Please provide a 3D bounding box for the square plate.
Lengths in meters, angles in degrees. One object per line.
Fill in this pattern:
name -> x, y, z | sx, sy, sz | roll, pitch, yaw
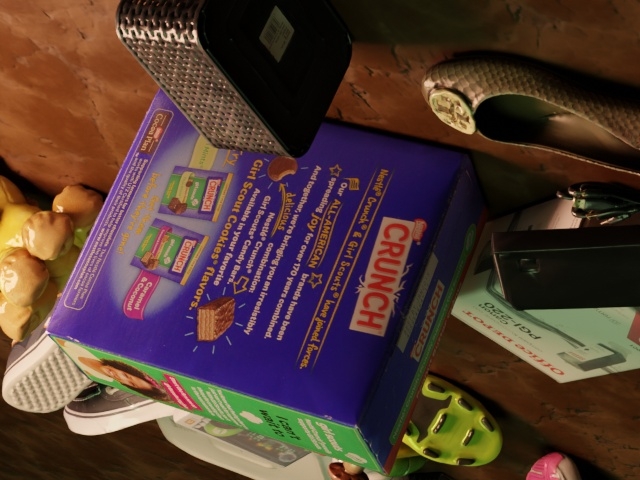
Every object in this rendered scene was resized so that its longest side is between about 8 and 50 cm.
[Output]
square plate -> -0.104, 0.270, 2.525 | 0.344, 0.049, 0.347 | 18, 157, 15

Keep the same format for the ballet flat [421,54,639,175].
ballet flat -> 0.188, -0.087, 1.394 | 0.249, 0.058, 0.084 | 15, 156, 22

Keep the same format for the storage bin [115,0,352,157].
storage bin -> -0.063, -0.159, 1.407 | 0.084, 0.122, 0.180 | 9, 154, 34

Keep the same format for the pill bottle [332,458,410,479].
pill bottle -> 0.064, 0.295, 2.355 | 0.087, 0.087, 0.160 | 16, 156, 21

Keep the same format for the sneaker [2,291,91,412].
sneaker -> -0.279, 0.093, 2.231 | 0.321, 0.127, 0.126 | -30, 133, 34

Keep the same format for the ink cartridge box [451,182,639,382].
ink cartridge box -> 0.229, 0.043, 1.604 | 0.158, 0.092, 0.218 | 32, 159, -18

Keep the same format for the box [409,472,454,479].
box -> 0.116, 0.410, 2.434 | 0.077, 0.180, 0.147 | 35, 155, -22

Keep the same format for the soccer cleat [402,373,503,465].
soccer cleat -> 0.078, 0.179, 2.113 | 0.289, 0.093, 0.121 | 21, -171, -1

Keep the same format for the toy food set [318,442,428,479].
toy food set -> 0.048, 0.247, 2.147 | 0.218, 0.071, 0.128 | 1, -154, -45

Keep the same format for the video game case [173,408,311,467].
video game case -> -0.056, 0.215, 2.246 | 0.190, 0.022, 0.173 | 28, 134, -36

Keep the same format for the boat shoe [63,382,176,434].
boat shoe -> -0.234, 0.177, 2.345 | 0.301, 0.108, 0.102 | -15, 107, 43

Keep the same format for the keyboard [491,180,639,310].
keyboard -> 0.289, -0.001, 1.391 | 0.317, 0.033, 0.201 | -3, 153, 10

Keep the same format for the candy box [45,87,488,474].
candy box -> -0.043, 0.029, 1.617 | 0.317, 0.268, 0.122 | 15, 160, 25

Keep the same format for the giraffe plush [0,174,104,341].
giraffe plush -> -0.345, -0.012, 2.034 | 0.170, 0.181, 0.210 | 32, -166, 9

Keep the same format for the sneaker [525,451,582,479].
sneaker -> 0.332, 0.345, 2.185 | 0.103, 0.111, 0.252 | 31, 152, 57
